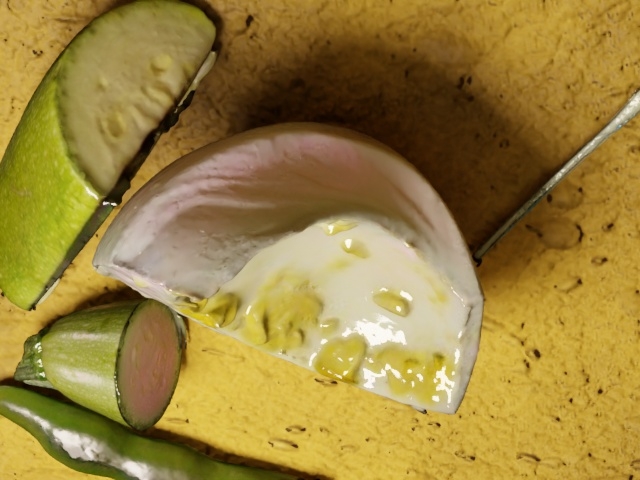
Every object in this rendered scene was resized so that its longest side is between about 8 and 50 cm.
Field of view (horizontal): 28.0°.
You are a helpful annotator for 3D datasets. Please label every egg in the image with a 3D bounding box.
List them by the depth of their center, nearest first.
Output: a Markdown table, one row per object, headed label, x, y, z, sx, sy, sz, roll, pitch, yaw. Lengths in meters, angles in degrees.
| label | x | y | z | sx | sy | sz | roll | pitch | yaw |
| --- | --- | --- | --- | --- | --- | --- | --- | --- | --- |
| egg | -0.014 | -0.003 | 0.867 | 0.271 | 0.206 | 0.162 | 27 | 80 | -29 |

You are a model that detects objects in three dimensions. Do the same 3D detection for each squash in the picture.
| label | x | y | z | sx | sy | sz | roll | pitch | yaw |
| --- | --- | --- | --- | --- | --- | --- | --- | --- | --- |
| squash | -0.181 | -0.062 | 0.941 | 0.093 | 0.169 | 0.252 | 34 | 150 | -10 |
| squash | -0.185 | 0.087 | 0.997 | 0.132 | 0.105 | 0.105 | 5 | 121 | 23 |

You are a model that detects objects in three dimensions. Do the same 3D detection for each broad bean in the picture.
| label | x | y | z | sx | sy | sz | roll | pitch | yaw |
| --- | --- | --- | --- | --- | --- | --- | --- | --- | --- |
| broad bean | -0.141 | 0.183 | 1.061 | 0.297 | 0.043 | 0.060 | 19 | 108 | -6 |

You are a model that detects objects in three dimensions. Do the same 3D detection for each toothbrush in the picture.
| label | x | y | z | sx | sy | sz | roll | pitch | yaw |
| --- | --- | --- | --- | --- | --- | --- | --- | --- | --- |
| toothbrush | 0.202 | -0.082 | 0.892 | 0.028 | 0.026 | 0.294 | 40 | 116 | 4 |
